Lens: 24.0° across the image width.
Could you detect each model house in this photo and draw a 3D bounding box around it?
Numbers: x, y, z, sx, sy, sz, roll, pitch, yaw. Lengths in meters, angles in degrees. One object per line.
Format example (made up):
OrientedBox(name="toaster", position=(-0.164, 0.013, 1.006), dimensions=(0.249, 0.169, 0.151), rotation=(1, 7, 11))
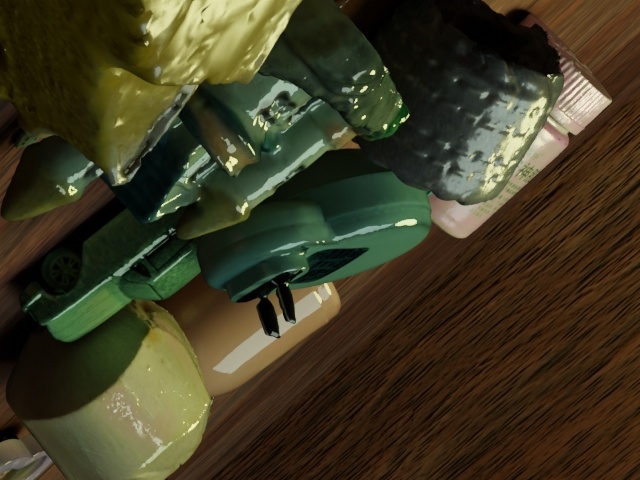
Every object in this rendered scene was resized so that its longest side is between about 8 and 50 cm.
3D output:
OrientedBox(name="model house", position=(-0.116, -0.091, 1.243), dimensions=(0.325, 0.194, 0.267), rotation=(-39, 169, 3))

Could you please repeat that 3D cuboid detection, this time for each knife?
OrientedBox(name="knife", position=(-0.231, -0.108, 1.259), dimensions=(0.027, 0.010, 0.096), rotation=(-29, 163, -44))

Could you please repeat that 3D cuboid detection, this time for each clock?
OrientedBox(name="clock", position=(-0.444, 0.311, 2.001), dimensions=(0.172, 0.064, 0.198), rotation=(-44, 167, 20))

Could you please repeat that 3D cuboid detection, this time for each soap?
OrientedBox(name="soap", position=(-0.159, -0.162, 0.916), dimensions=(0.304, 0.169, 0.339), rotation=(-54, 164, 17))

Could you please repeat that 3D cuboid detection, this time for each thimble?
OrientedBox(name="thimble", position=(0.141, -0.156, 1.559), dimensions=(0.172, 0.205, 0.236), rotation=(-55, 167, 23))

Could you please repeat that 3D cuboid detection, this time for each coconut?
OrientedBox(name="coconut", position=(-0.245, 0.167, 1.733), dimensions=(0.241, 0.241, 0.241), rotation=(-38, 168, -10))

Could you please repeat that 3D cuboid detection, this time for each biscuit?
OrientedBox(name="biscuit", position=(0.020, -0.211, 1.579), dimensions=(0.186, 0.036, 0.192), rotation=(-42, 167, 19))

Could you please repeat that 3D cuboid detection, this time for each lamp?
OrientedBox(name="lamp", position=(-0.005, -0.011, 1.573), dimensions=(0.284, 0.147, 0.209), rotation=(-33, 178, -45))

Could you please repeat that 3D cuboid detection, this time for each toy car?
OrientedBox(name="toy car", position=(-0.170, -0.003, 1.609), dimensions=(0.321, 0.097, 0.141), rotation=(-39, 167, -5))

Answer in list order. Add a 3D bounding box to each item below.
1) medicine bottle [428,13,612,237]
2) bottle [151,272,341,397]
OrientedBox(name="medicine bottle", position=(0.243, -0.158, 2.097), dimensions=(0.291, 0.178, 0.178), rotation=(-43, 167, 15))
OrientedBox(name="bottle", position=(-0.142, 0.096, 1.933), dimensions=(0.297, 0.173, 0.206), rotation=(-36, 136, -7))
